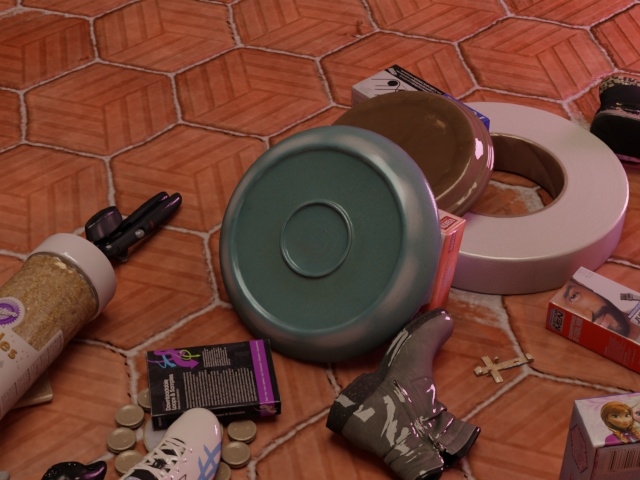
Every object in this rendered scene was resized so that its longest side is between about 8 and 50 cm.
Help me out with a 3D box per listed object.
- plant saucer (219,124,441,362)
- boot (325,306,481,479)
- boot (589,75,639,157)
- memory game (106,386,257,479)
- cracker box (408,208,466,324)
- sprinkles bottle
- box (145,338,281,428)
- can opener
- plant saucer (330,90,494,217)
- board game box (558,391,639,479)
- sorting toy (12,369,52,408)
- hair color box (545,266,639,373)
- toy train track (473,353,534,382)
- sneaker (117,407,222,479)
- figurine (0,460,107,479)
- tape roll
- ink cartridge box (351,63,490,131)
[{"bbox_3d":[0.000,0.000,1.632,0.317,0.317,0.043,25,2,25],"label":"plant saucer"},{"bbox_3d":[0.134,0.202,1.553,0.161,0.083,0.246,34,51,19],"label":"boot"},{"bbox_3d":[0.547,-0.184,1.988,0.236,0.085,0.178,17,32,3],"label":"boot"},{"bbox_3d":[-0.170,0.240,1.536,0.186,0.012,0.186,0,41,0],"label":"memory game"},{"bbox_3d":[0.069,0.007,1.694,0.232,0.156,0.067,23,30,24],"label":"cracker box"},{"bbox_3d":[-0.394,0.134,1.555,0.121,0.121,0.355,16,40,18],"label":"sprinkles bottle"},{"bbox_3d":[-0.137,0.180,1.576,0.162,0.029,0.116,-4,39,-8],"label":"box"},{"bbox_3d":[-0.264,-0.026,1.814,0.059,0.073,0.186,18,34,31],"label":"can opener"},{"bbox_3d":[0.111,-0.117,1.800,0.278,0.041,0.278,-8,53,11],"label":"plant saucer"},{"bbox_3d":[0.397,0.271,1.274,0.318,0.318,0.066,-5,40,-8],"label":"board game box"},{"bbox_3d":[-0.386,0.191,1.591,0.083,0.012,0.062,-12,40,-14],"label":"sorting toy"},{"bbox_3d":[0.397,0.109,1.666,0.167,0.053,0.093,25,47,28],"label":"hair color box"},{"bbox_3d":[0.241,0.160,1.634,0.083,0.014,0.048,-13,42,-16],"label":"toy train track"},{"bbox_3d":[-0.185,0.277,1.423,0.085,0.086,0.237,20,49,19],"label":"sneaker"},{"bbox_3d":[-0.358,0.319,1.368,0.215,0.092,0.209,-7,30,20],"label":"figurine"},{"bbox_3d":[0.260,-0.074,1.865,0.392,0.072,0.392,1,41,-1],"label":"tape roll"},{"bbox_3d":[0.151,-0.195,1.917,0.097,0.046,0.207,-30,49,-29],"label":"ink cartridge box"}]
